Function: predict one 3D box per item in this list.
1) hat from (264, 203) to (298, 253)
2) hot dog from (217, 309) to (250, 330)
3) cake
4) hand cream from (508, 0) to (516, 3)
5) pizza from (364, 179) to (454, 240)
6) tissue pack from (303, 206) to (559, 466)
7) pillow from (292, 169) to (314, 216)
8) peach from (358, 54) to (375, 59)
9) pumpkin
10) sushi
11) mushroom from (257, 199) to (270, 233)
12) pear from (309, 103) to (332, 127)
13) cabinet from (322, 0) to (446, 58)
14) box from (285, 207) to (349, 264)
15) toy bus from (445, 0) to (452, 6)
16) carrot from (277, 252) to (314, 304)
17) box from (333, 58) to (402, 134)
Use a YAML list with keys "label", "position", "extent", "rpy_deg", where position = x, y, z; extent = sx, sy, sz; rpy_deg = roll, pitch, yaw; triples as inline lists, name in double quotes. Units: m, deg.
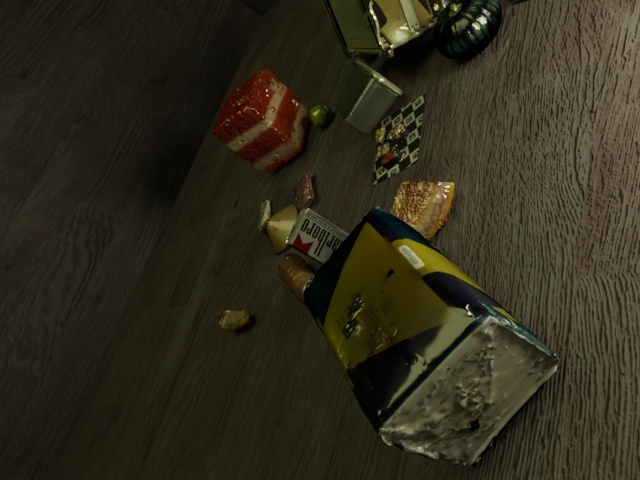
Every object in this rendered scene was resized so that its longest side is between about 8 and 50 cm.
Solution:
- label: "hat"
  position: [-0.161, -0.053, 1.760]
  extent: [0.193, 0.082, 0.193]
  rpy_deg: [-43, 37, 43]
- label: "hot dog"
  position: [-0.288, 0.277, 1.694]
  extent: [0.169, 0.061, 0.078]
  rpy_deg: [-9, 47, 47]
- label: "cake"
  position: [-0.228, -0.489, 2.056]
  extent: [0.270, 0.320, 0.269]
  rpy_deg: [-21, 44, 41]
- label: "hand cream"
  position: [0.598, -0.763, 1.318]
  extent: [0.120, 0.061, 0.270]
  rpy_deg: [18, 86, 55]
- label: "pizza"
  position: [0.206, -0.040, 1.208]
  extent: [0.305, 0.086, 0.161]
  rpy_deg: [-45, 54, 28]
- label: "tissue pack"
  position: [0.172, 0.157, 0.908]
  extent: [0.264, 0.253, 0.416]
  rpy_deg: [-53, 31, 11]
- label: "pillow"
  position: [-0.059, -0.169, 1.779]
  extent: [0.118, 0.043, 0.185]
  rpy_deg: [-51, 27, 31]
- label: "peach"
  position: [0.173, -0.766, 1.888]
  extent: [0.138, 0.138, 0.138]
  rpy_deg: [-38, 36, 33]
- label: "pumpkin"
  position: [0.402, -0.596, 1.367]
  extent: [0.202, 0.140, 0.201]
  rpy_deg: [-34, 40, 35]
- label: "sushi"
  position: [0.216, -0.311, 1.485]
  extent: [0.193, 0.043, 0.279]
  rpy_deg: [-24, 44, 46]
- label: "mushroom"
  position: [-0.217, -0.097, 1.957]
  extent: [0.059, 0.054, 0.202]
  rpy_deg: [-41, 28, 18]
- label: "pear"
  position: [0.000, -0.493, 1.945]
  extent: [0.097, 0.092, 0.092]
  rpy_deg: [-43, 33, 28]
- label: "cabinet"
  position: [0.225, -0.756, 1.612]
  extent: [0.290, 0.227, 0.318]
  rpy_deg: [-33, 30, -10]
- label: "box"
  position: [0.000, 0.000, 1.393]
  extent: [0.036, 0.178, 0.115]
  rpy_deg: [10, 71, 60]
- label: "toy bus"
  position: [0.441, -0.819, 1.617]
  extent: [0.130, 0.037, 0.052]
  rpy_deg: [-51, 32, 16]
- label: "carrot"
  position: [-0.047, 0.128, 1.434]
  extent: [0.101, 0.102, 0.263]
  rpy_deg: [-56, 30, 6]
- label: "box"
  position: [0.144, -0.480, 1.651]
  extent: [0.178, 0.138, 0.274]
  rpy_deg: [-54, 24, 18]
